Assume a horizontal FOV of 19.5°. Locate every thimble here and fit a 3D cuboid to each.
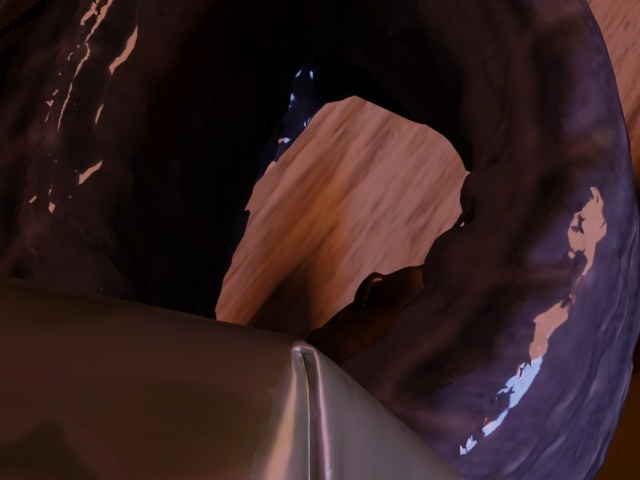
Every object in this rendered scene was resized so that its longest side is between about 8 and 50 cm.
[{"bbox_3d":[0.000,0.000,0.602,0.172,0.205,0.236,57,18,-65],"label":"thimble"}]

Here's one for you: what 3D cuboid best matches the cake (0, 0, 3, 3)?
[{"bbox_3d":[-0.066,-0.151,0.423,0.283,0.172,0.158,47,57,-64],"label":"cake"}]

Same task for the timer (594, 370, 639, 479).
[{"bbox_3d":[0.216,0.257,1.073,0.387,0.376,0.376,-44,179,34],"label":"timer"}]

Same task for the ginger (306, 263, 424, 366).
[{"bbox_3d":[0.017,0.147,0.729,0.165,0.172,0.321,51,29,-43],"label":"ginger"}]

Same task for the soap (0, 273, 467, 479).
[{"bbox_3d":[-0.088,0.105,0.417,0.138,0.199,0.182,49,54,-64],"label":"soap"}]

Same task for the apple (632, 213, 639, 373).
[{"bbox_3d":[0.362,0.125,1.362,0.384,0.374,0.374,-7,107,-36],"label":"apple"}]
